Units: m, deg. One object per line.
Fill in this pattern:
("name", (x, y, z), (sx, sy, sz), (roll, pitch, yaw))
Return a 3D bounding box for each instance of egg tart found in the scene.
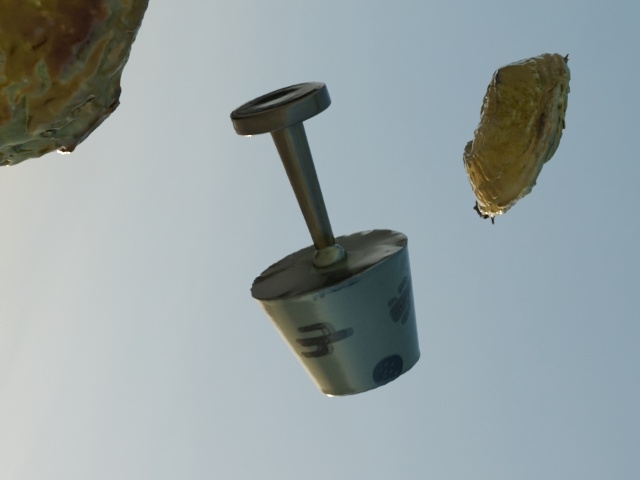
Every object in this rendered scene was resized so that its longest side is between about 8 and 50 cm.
("egg tart", (0.252, -0.150, 2.001), (0.232, 0.098, 0.252), (-130, -118, -78))
("egg tart", (-0.297, -0.212, 1.141), (0.341, 0.341, 0.129), (-68, -157, 4))

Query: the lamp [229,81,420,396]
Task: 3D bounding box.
("lamp", (0.000, 0.000, 1.051), (0.121, 0.121, 0.214), (-142, -148, -70))
